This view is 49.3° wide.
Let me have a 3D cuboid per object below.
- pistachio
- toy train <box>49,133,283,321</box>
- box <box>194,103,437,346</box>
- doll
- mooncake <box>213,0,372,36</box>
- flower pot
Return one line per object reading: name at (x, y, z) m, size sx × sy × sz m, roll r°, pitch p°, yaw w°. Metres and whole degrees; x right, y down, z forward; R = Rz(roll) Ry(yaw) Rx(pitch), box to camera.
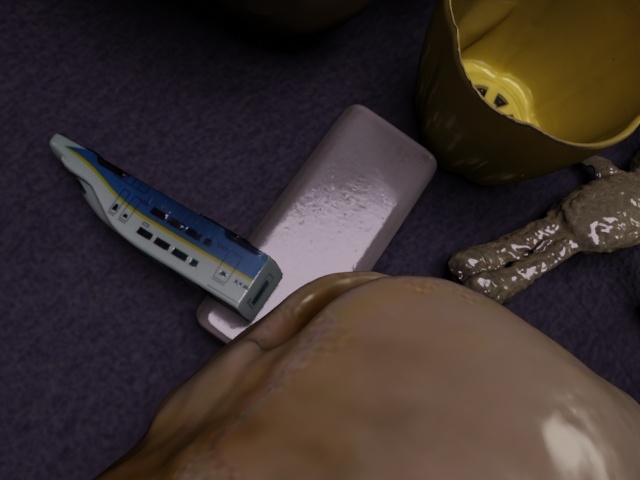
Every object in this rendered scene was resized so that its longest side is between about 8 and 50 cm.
pistachio at (0.053, 0.202, 0.462) m, size 0.445 × 0.281 × 0.366 m, roll 6°, pitch 83°, yaw -29°
toy train at (-0.139, -0.017, 0.559) m, size 0.233 × 0.052 × 0.051 m, roll 29°, pitch 77°, yaw 18°
box at (0.000, 0.000, 0.605) m, size 0.103 × 0.055 × 0.244 m, roll 35°, pitch 73°, yaw 0°
doll at (0.256, -0.028, 0.648) m, size 0.285 × 0.091 × 0.203 m, roll -5°, pitch 45°, yaw 9°
mooncake at (-0.039, -0.419, 0.564) m, size 0.466 × 0.262 × 0.468 m, roll -1°, pitch 82°, yaw 7°
flower pot at (0.169, -0.138, 0.606) m, size 0.195 × 0.179 × 0.195 m, roll 3°, pitch 74°, yaw -10°
